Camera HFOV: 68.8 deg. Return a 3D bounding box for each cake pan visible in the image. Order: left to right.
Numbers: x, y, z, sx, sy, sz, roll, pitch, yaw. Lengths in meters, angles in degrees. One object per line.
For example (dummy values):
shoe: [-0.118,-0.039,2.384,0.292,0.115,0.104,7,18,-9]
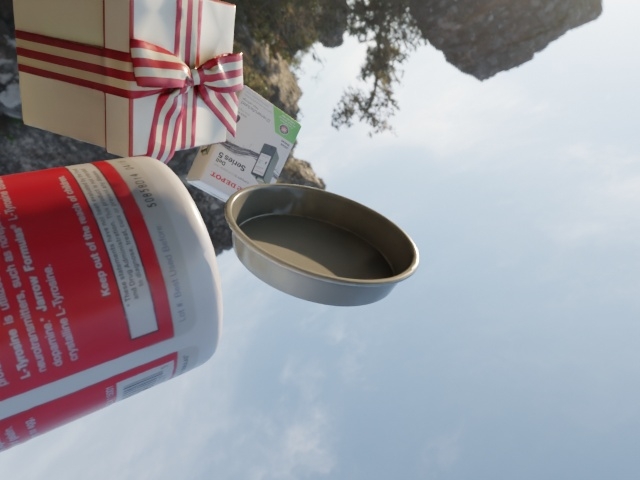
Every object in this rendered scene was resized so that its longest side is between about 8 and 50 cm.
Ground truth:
cake pan: [0.000,0.000,0.693,0.293,0.292,0.054,-90,-165,-63]

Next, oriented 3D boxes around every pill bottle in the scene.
pill bottle: [-0.309,0.070,0.389,0.407,0.229,0.229,-17,-166,-34]

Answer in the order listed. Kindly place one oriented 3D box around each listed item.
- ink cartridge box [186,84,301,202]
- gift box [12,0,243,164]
ink cartridge box: [-0.202,-0.235,1.245,0.114,0.198,0.273,12,-103,55]
gift box: [-0.276,-0.253,0.732,0.257,0.277,0.255,17,-152,21]
